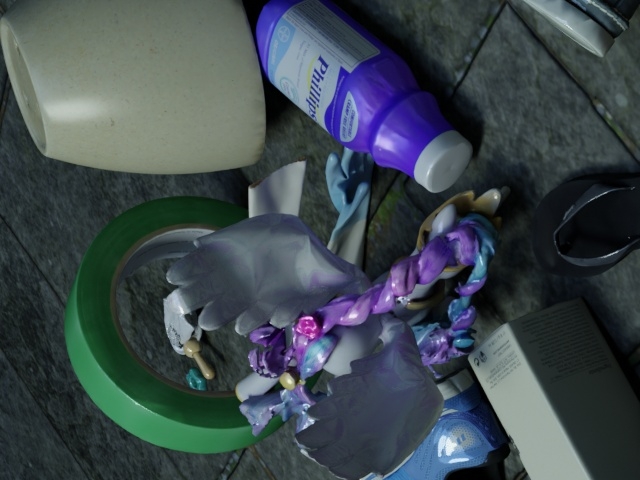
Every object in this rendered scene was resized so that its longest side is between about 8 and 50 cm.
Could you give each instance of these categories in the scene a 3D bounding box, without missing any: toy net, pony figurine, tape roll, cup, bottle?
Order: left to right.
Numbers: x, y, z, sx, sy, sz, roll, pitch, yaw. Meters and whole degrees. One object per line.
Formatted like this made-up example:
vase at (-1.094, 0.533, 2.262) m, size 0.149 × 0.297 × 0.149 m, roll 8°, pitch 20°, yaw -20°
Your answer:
cup at (-0.234, -0.210, 1.933) m, size 0.331 × 0.237 × 0.331 m, roll 160°, pitch 90°, yaw -74°
tape roll at (-0.149, 0.100, 2.030) m, size 0.321 × 0.321 × 0.077 m, roll 54°, pitch 147°, yaw 15°
toy net at (-0.173, 0.184, 2.392) m, size 0.122 × 0.045 × 0.232 m, roll -10°, pitch 102°, yaw 59°
pony figurine at (0.029, 0.094, 1.761) m, size 0.303 × 0.351 × 0.363 m, roll 51°, pitch 150°, yaw 10°
bottle at (0.044, -0.158, 1.782) m, size 0.283 × 0.092 × 0.118 m, roll 43°, pitch 144°, yaw 29°

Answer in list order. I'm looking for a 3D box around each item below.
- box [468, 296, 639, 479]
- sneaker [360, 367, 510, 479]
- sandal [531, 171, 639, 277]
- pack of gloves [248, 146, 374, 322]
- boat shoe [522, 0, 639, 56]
box at (0.268, 0.204, 1.669) m, size 0.275 × 0.113 × 0.094 m, roll 64°, pitch 147°, yaw 17°
sneaker at (0.128, 0.296, 1.955) m, size 0.147 × 0.130 × 0.330 m, roll 52°, pitch 146°, yaw 22°
sandal at (0.277, -0.020, 1.581) m, size 0.254 × 0.054 × 0.097 m, roll -23°, pitch 92°, yaw 58°
pack of gloves at (0.000, 0.000, 1.865) m, size 0.046 × 0.195 × 0.232 m, roll 34°, pitch 138°, yaw 31°
boat shoe at (0.180, -0.288, 1.524) m, size 0.099 × 0.116 × 0.319 m, roll -51°, pitch 53°, yaw 9°
